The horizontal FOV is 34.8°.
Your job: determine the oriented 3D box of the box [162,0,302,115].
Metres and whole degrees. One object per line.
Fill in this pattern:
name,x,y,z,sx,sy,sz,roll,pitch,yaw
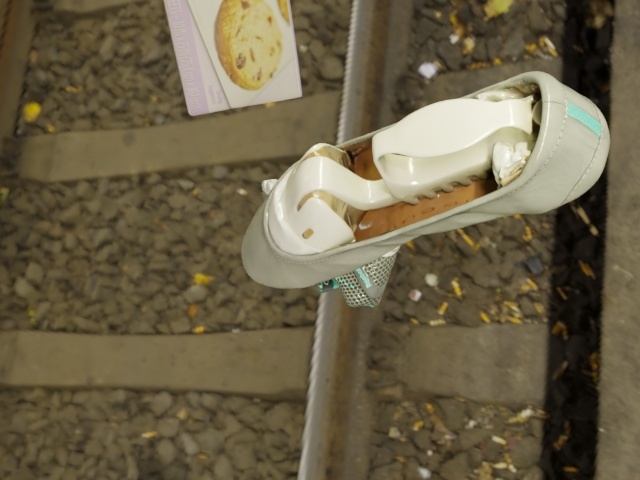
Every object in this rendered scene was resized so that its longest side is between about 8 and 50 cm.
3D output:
box,-0.061,-0.207,0.458,0.067,0.324,0.063,-11,41,-5

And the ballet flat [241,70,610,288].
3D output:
ballet flat,0.029,-0.031,0.488,0.213,0.068,0.072,-17,64,34

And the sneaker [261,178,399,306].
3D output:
sneaker,0.000,0.000,0.772,0.166,0.064,0.076,32,116,55
